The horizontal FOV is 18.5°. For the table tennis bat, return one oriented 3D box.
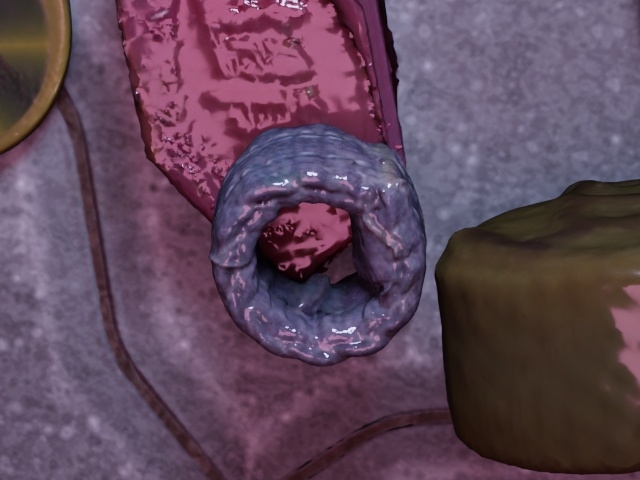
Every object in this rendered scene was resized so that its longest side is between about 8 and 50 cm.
[{"bbox_3d":[-0.253,-0.198,1.407,0.198,0.050,0.321,28,112,-2],"label":"table tennis bat"}]

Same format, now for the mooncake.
[{"bbox_3d":[0.219,0.043,1.308,0.284,0.284,0.155,-7,100,8],"label":"mooncake"}]

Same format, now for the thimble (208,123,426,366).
[{"bbox_3d":[0.000,0.002,1.300,0.150,0.098,0.150,0,111,0],"label":"thimble"}]

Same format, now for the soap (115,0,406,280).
[{"bbox_3d":[-0.036,-0.111,1.375,0.182,0.112,0.289,-8,107,10],"label":"soap"}]
